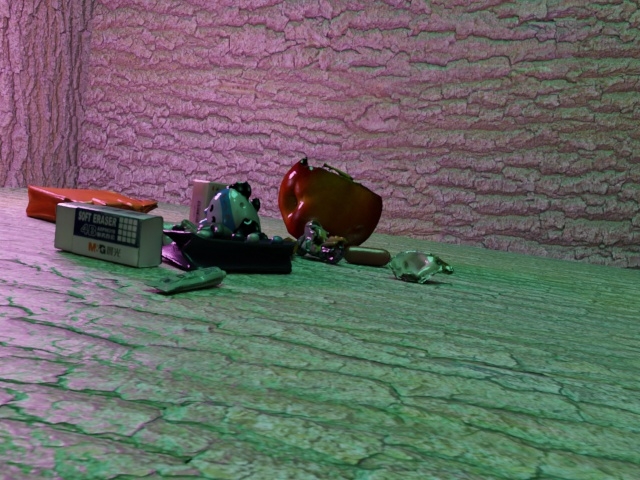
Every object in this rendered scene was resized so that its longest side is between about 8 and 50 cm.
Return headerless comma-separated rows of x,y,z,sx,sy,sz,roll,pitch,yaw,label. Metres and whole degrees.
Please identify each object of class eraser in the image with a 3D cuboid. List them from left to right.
-0.526,-0.017,1.586,0.287,0.130,0.086,11,10,26,eraser

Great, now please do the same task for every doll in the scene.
-0.424,-0.011,1.853,0.192,0.095,0.149,2,4,-22,doll

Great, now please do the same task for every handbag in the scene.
-0.857,-0.121,2.405,0.304,0.116,0.410,15,9,36,handbag
-0.258,0.014,1.718,0.326,0.118,0.269,6,4,-39,handbag

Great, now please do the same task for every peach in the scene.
0.021,-0.116,2.376,0.406,0.309,0.335,21,7,-41,peach

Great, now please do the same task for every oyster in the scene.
0.302,0.090,1.910,0.191,0.081,0.163,7,32,10,oyster

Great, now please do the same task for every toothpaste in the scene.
-0.269,0.084,1.335,0.064,0.041,0.218,16,12,28,toothpaste

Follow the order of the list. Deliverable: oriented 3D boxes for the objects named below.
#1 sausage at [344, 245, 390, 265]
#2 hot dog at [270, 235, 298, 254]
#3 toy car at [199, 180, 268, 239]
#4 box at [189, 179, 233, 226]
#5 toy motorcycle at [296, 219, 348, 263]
0.157,0.052,2.130,0.154,0.062,0.062,6,5,-4,sausage
-0.122,0.021,2.088,0.092,0.062,0.236,7,3,-5,hot dog
-0.276,-0.055,1.986,0.190,0.188,0.255,-14,-17,3,toy car
-0.364,-0.098,2.220,0.095,0.211,0.168,13,8,43,box
0.000,0.000,2.102,0.094,0.129,0.229,29,-11,-41,toy motorcycle
